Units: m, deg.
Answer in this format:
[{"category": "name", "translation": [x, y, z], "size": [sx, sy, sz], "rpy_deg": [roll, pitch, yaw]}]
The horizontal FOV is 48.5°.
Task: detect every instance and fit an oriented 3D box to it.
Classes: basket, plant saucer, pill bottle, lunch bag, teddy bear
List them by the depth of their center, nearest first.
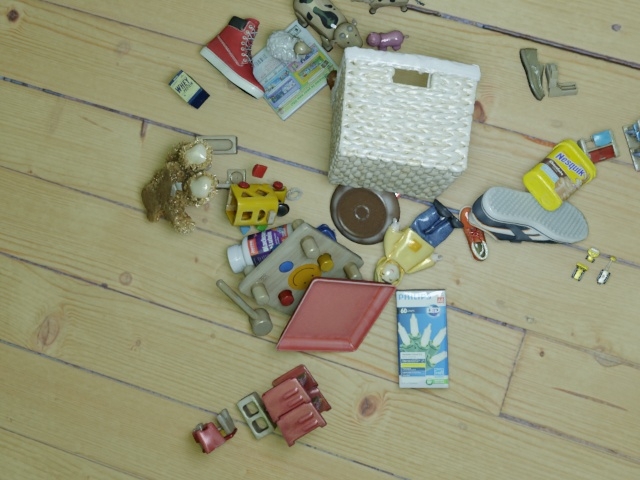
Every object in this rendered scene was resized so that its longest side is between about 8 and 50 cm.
[{"category": "basket", "translation": [0.186, -0.276, 1.759], "size": [0.329, 0.331, 0.266], "rpy_deg": [8, 81, -4]}, {"category": "plant saucer", "translation": [0.034, 0.189, 1.865], "size": [0.258, 0.259, 0.047], "rpy_deg": [-62, 39, 31]}, {"category": "teddy bear", "translation": [-0.363, -0.148, 1.913], "size": [0.338, 0.113, 0.245], "rpy_deg": [-45, 64, 45]}, {"category": "plant saucer", "translation": [0.115, -0.078, 1.925], "size": [0.199, 0.036, 0.198], "rpy_deg": [6, 108, 18]}, {"category": "pill bottle", "translation": [-0.152, 0.027, 1.955], "size": [0.194, 0.108, 0.108], "rpy_deg": [-17, 89, 7]}, {"category": "lunch bag", "translation": [0.000, 0.000, 1.956], "size": [0.098, 0.065, 0.067], "rpy_deg": [-32, 112, 5]}]

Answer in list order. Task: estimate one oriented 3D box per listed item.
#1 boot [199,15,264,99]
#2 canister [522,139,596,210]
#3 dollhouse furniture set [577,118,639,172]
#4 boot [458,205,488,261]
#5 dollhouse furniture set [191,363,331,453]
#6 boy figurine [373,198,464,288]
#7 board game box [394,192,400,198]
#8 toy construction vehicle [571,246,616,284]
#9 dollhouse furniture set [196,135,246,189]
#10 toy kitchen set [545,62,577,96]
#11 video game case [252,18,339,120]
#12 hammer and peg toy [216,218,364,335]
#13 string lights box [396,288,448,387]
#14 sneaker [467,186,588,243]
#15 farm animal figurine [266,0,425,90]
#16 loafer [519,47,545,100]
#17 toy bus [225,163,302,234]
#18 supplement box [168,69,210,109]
[{"category": "boot", "translation": [-0.199, -0.509, 1.939], "size": [0.176, 0.088, 0.244], "rpy_deg": [-46, 65, 3]}, {"category": "canister", "translation": [0.614, -0.167, 1.830], "size": [0.170, 0.073, 0.126], "rpy_deg": [-37, 86, -28]}, {"category": "dollhouse furniture set", "translation": [0.782, -0.230, 1.821], "size": [0.184, 0.129, 0.128], "rpy_deg": [-17, 89, 6]}, {"category": "boot", "translation": [0.413, -0.020, 1.896], "size": [0.059, 0.084, 0.157], "rpy_deg": [-19, 87, 9]}, {"category": "dollhouse furniture set", "translation": [-0.169, 0.499, 1.921], "size": [0.374, 0.201, 0.152], "rpy_deg": [-31, 87, 6]}, {"category": "boy figurine", "translation": [0.240, 0.016, 1.904], "size": [0.285, 0.092, 0.177], "rpy_deg": [-43, 108, 8]}, {"category": "board game box", "translation": [0.155, -0.195, 1.943], "size": [0.193, 0.045, 0.146], "rpy_deg": [39, 96, 5]}, {"category": "toy construction vehicle", "translation": [0.725, 0.073, 1.887], "size": [0.086, 0.035, 0.098], "rpy_deg": [26, 92, 17]}, {"category": "dollhouse furniture set", "translation": [-0.286, -0.217, 1.959], "size": [0.144, 0.123, 0.151], "rpy_deg": [1, 91, 7]}, {"category": "toy kitchen set", "translation": [0.634, -0.433, 1.870], "size": [0.075, 0.083, 0.068], "rpy_deg": [-4, 49, 7]}, {"category": "video game case", "translation": [-0.082, -0.474, 1.979], "size": [0.212, 0.023, 0.193], "rpy_deg": [-40, 86, 5]}, {"category": "hammer and peg toy", "translation": [-0.088, 0.123, 1.869], "size": [0.361, 0.266, 0.127], "rpy_deg": [-42, 46, 15]}, {"category": "string lights box", "translation": [0.275, 0.262, 1.922], "size": [0.134, 0.077, 0.259], "rpy_deg": [-2, 91, 9]}, {"category": "sneaker", "translation": [0.539, -0.056, 1.867], "size": [0.321, 0.127, 0.126], "rpy_deg": [15, 64, -16]}, {"category": "farm animal figurine", "translation": [0.062, -0.572, 1.868], "size": [0.327, 0.172, 0.330], "rpy_deg": [28, 89, 4]}, {"category": "loafer", "translation": [0.569, -0.443, 1.880], "size": [0.050, 0.056, 0.147], "rpy_deg": [-18, 89, 13]}, {"category": "toy bus", "translation": [-0.152, -0.090, 1.903], "size": [0.202, 0.191, 0.104], "rpy_deg": [-36, 46, 6]}, {"category": "supplement box", "translation": [-0.365, -0.420, 1.985], "size": [0.083, 0.083, 0.056], "rpy_deg": [44, 95, 6]}]
